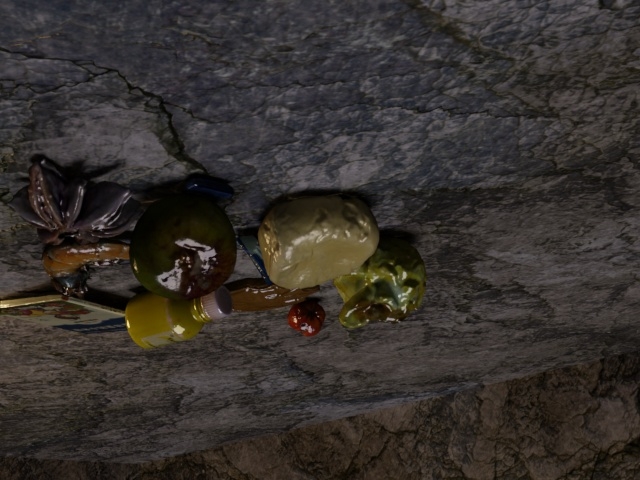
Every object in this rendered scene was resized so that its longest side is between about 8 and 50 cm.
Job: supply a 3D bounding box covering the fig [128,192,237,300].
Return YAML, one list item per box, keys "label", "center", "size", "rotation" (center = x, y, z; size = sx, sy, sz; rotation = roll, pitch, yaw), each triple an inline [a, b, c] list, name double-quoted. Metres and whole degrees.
- label: "fig"
  center: [-0.226, 0.008, 1.701]
  size: [0.181, 0.181, 0.191]
  rotation: [-3, -171, -11]

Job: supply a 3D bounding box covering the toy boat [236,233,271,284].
- label: "toy boat"
  center: [-0.112, 0.039, 1.975]
  size: [0.046, 0.080, 0.229]
  rotation: [-42, 159, -5]

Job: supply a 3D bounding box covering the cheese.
- label: "cheese"
  center: [0.000, 0.000, 1.828]
  size: [0.214, 0.117, 0.226]
  rotation: [-7, 157, -17]

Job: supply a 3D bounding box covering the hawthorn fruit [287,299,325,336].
- label: "hawthorn fruit"
  center: [-0.035, 0.180, 2.369]
  size: [0.093, 0.093, 0.093]
  rotation: [-6, 161, -2]

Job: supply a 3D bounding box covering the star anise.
- label: "star anise"
  center: [-0.384, -0.054, 1.592]
  size: [0.229, 0.093, 0.236]
  rotation: [-8, 157, 22]

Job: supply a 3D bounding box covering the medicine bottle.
- label: "medicine bottle"
  center: [-0.289, 0.148, 2.133]
  size: [0.212, 0.122, 0.122]
  rotation: [-15, 159, 24]

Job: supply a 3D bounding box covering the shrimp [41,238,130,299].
- label: "shrimp"
  center: [-0.407, 0.050, 1.921]
  size: [0.222, 0.054, 0.290]
  rotation: [-3, 161, -15]

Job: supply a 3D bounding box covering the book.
- label: "book"
  center: [-0.525, 0.162, 2.204]
  size: [0.228, 0.018, 0.322]
  rotation: [-7, 162, 30]

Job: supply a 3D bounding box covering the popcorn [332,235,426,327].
- label: "popcorn"
  center: [0.110, 0.092, 2.011]
  size: [0.198, 0.212, 0.198]
  rotation: [13, 138, 12]

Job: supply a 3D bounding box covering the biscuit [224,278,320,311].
- label: "biscuit"
  center: [-0.107, 0.119, 2.241]
  size: [0.215, 0.034, 0.182]
  rotation: [-7, 161, 3]

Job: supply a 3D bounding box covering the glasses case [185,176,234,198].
- label: "glasses case"
  center: [-0.179, -0.087, 1.652]
  size: [0.083, 0.023, 0.033]
  rotation: [14, 157, -41]
